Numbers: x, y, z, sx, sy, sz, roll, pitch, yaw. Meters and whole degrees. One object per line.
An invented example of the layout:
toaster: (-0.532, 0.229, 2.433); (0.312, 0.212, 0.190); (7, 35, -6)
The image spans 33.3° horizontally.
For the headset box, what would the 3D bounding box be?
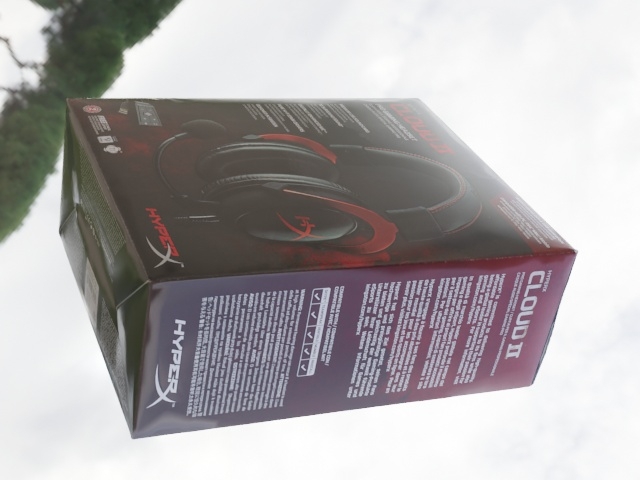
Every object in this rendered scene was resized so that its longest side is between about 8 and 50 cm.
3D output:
headset box: (0.000, 0.000, 0.685); (0.218, 0.293, 0.110); (-124, -142, -50)
